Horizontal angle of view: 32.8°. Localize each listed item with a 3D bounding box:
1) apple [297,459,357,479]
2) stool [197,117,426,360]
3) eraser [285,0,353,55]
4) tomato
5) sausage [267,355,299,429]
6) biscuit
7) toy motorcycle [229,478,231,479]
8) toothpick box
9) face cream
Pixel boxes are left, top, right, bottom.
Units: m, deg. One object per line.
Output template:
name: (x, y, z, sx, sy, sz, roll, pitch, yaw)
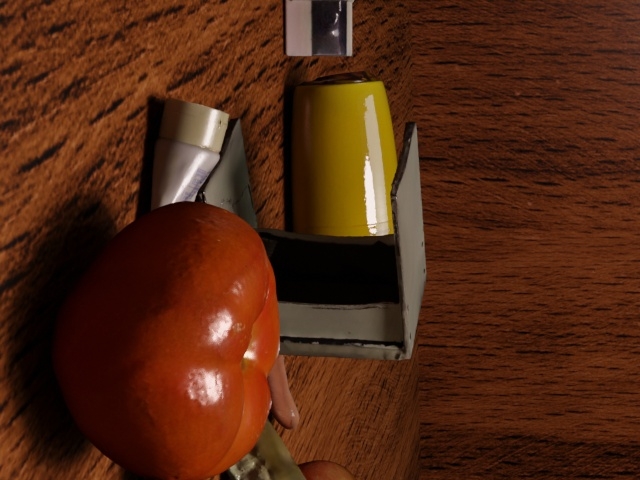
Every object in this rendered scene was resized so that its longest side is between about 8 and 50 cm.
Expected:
apple: (-0.012, 0.412, 1.566, 0.181, 0.181, 0.168, 70, 2, -57)
stool: (0.000, 0.000, 1.391, 0.170, 0.243, 0.270, -73, 160, -50)
eraser: (-0.002, -0.484, 1.652, 0.098, 0.096, 0.404, -34, 124, -75)
tomato: (-0.133, 0.094, 0.976, 0.260, 0.180, 0.260, 4, 90, -76)
sausage: (-0.063, 0.204, 1.587, 0.043, 0.043, 0.186, -72, 159, -50)
biscuit: (-0.080, 0.229, 1.159, 0.335, 0.078, 0.329, 63, -10, -14)
toy motorcycle: (-0.089, 0.392, 1.423, 0.112, 0.112, 0.254, -27, 117, -75)
toothpick box: (0.036, -0.125, 1.699, 0.175, 0.175, 0.271, -37, 124, -73)
face cream: (-0.156, -0.035, 1.159, 0.114, 0.070, 0.224, 3, 101, -76)
